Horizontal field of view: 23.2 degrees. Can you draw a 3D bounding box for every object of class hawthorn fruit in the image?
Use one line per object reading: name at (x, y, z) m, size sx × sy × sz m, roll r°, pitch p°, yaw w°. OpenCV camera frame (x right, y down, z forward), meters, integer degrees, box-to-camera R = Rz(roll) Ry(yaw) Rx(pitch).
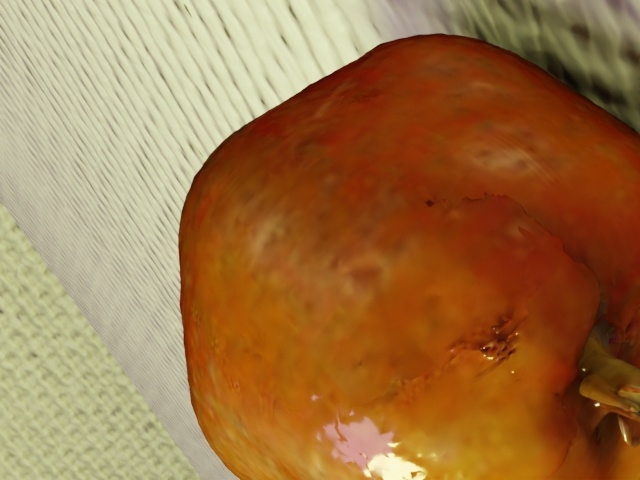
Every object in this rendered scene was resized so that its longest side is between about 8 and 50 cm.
hawthorn fruit at (0.063, 0.035, 0.607) m, size 0.299 × 0.211 × 0.211 m, roll 29°, pitch 156°, yaw 57°
